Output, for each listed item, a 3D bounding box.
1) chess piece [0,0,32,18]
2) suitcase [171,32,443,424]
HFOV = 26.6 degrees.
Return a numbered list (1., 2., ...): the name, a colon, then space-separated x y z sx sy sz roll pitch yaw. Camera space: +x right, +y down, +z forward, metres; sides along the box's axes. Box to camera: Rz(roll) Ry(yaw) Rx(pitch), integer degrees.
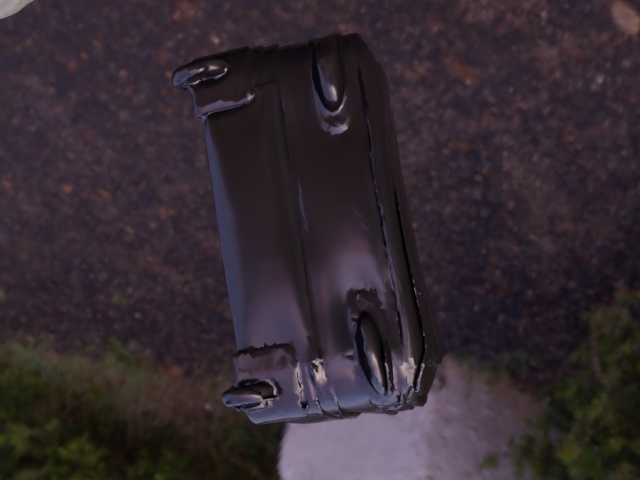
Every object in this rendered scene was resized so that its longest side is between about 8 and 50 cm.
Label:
1. chess piece: -0.402 -0.369 1.724 0.182 0.182 0.330 37 -164 -15
2. suitcase: 0.000 0.000 1.274 0.188 0.345 0.339 -12 171 5
